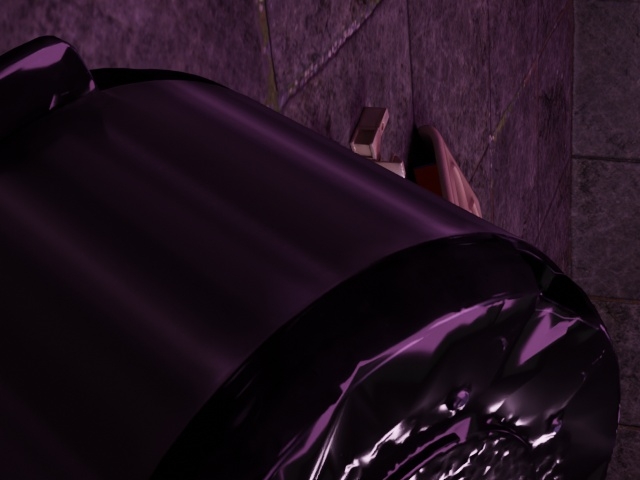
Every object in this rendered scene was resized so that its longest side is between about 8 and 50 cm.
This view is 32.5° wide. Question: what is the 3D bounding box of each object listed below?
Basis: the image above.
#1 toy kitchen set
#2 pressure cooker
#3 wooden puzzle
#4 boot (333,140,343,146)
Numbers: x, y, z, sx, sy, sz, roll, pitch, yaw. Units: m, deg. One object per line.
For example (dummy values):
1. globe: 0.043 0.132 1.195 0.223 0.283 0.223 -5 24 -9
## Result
1. toy kitchen set: 0.090 -0.127 1.512 0.083 0.068 0.075 73 31 -47
2. pressure cooker: -0.082 0.096 0.681 0.376 0.420 0.369 7 110 -48
3. wooden puzzle: 0.231 0.018 1.824 0.322 0.081 0.347 42 32 -65
4. boot: 0.016 -0.069 1.384 0.118 0.042 0.087 48 58 -62
